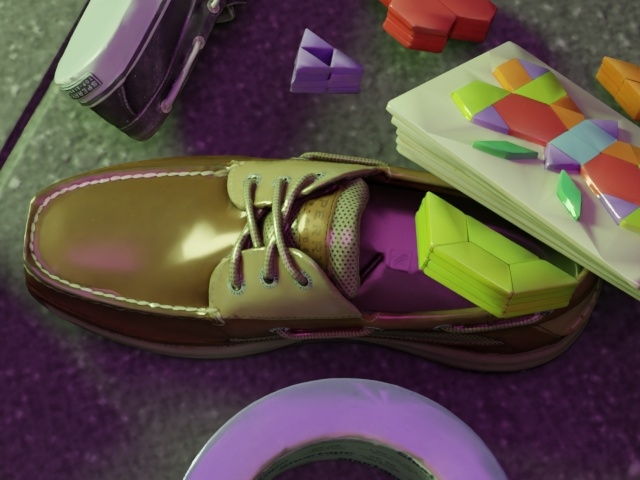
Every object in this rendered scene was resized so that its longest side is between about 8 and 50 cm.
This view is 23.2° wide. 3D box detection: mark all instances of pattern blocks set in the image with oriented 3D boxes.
[{"bbox_3d":[0.136,-0.043,0.851,0.325,0.026,0.285,28,37,7],"label":"pattern blocks set"}]

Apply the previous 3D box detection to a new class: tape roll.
[{"bbox_3d":[0.011,0.173,0.834,0.189,0.080,0.189,1,73,-3],"label":"tape roll"}]

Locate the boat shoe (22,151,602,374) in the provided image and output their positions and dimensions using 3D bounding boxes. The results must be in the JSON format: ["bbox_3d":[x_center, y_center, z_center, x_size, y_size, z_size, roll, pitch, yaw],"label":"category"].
[{"bbox_3d":[0.000,0.000,0.862,0.324,0.120,0.123,3,73,-4],"label":"boat shoe"}]

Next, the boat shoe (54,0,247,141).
[{"bbox_3d":[-0.080,-0.160,0.935,0.070,0.078,0.219,39,67,-29],"label":"boat shoe"}]
